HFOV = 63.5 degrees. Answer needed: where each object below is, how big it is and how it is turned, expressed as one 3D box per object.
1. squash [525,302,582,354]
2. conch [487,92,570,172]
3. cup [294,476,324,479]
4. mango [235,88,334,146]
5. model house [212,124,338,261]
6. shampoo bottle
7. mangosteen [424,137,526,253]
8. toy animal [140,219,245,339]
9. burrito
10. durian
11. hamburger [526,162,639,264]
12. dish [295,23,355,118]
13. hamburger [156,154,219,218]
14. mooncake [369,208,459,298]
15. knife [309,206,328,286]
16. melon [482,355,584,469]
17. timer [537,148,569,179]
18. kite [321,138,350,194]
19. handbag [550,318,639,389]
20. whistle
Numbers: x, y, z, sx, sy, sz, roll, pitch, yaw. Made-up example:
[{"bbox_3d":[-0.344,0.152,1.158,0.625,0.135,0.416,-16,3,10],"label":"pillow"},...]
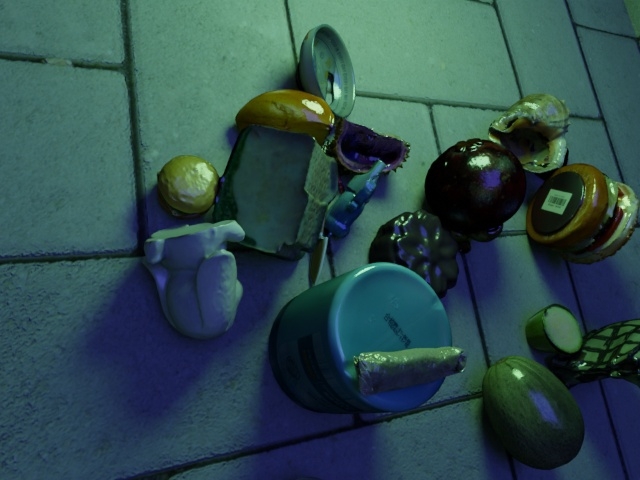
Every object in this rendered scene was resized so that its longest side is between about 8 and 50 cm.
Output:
[{"bbox_3d":[0.761,0.297,1.704,0.170,0.123,0.170,8,70,-24],"label":"squash"},{"bbox_3d":[0.742,-0.370,1.878,0.352,0.210,0.297,-14,81,-10],"label":"conch"},{"bbox_3d":[0.021,0.696,1.142,0.317,0.212,0.212,50,59,-3],"label":"cup"},{"bbox_3d":[-0.104,-0.333,1.442,0.257,0.187,0.138,16,34,-12],"label":"mango"},{"bbox_3d":[-0.087,-0.102,1.334,0.284,0.243,0.298,23,82,-65],"label":"model house"},{"bbox_3d":[0.089,0.244,1.245,0.331,0.342,0.331,9,69,-25],"label":"shampoo bottle"},{"bbox_3d":[0.487,-0.142,1.625,0.306,0.306,0.360,-38,125,-31],"label":"mangosteen"},{"bbox_3d":[-0.286,0.100,1.185,0.206,0.271,0.265,-24,109,-54],"label":"toy animal"},{"bbox_3d":[0.186,0.258,1.059,0.275,0.059,0.082,-2,82,-28],"label":"burrito"},{"bbox_3d":[0.137,-0.284,1.561,0.260,0.154,0.186,19,28,-16],"label":"durian"},{"bbox_3d":[0.904,-0.088,1.791,0.250,0.330,0.330,21,65,-15],"label":"hamburger"},{"bbox_3d":[-0.009,-0.495,1.564,0.273,0.133,0.273,15,73,-58],"label":"dish"},{"bbox_3d":[-0.328,-0.130,1.282,0.162,0.115,0.162,9,67,-24],"label":"hamburger"},{"bbox_3d":[0.292,0.048,1.535,0.283,0.141,0.283,8,72,-27],"label":"mooncake"},{"bbox_3d":[-0.001,0.000,1.430,0.022,0.046,0.256,21,75,-51],"label":"knife"},{"bbox_3d":[0.607,0.492,1.493,0.248,0.248,0.329,-27,84,-31],"label":"melon"},{"bbox_3d":[0.907,-0.316,2.020,0.144,0.055,0.187,27,64,-18],"label":"timer"},{"bbox_3d":[0.039,-0.219,1.564,0.232,0.009,0.189,-14,82,-30],"label":"kite"},{"bbox_3d":[0.969,0.368,1.671,0.327,0.325,0.163,-15,79,-31],"label":"handbag"},{"bbox_3d":[0.098,-0.115,1.474,0.093,0.180,0.269,39,94,-1],"label":"whistle"}]
